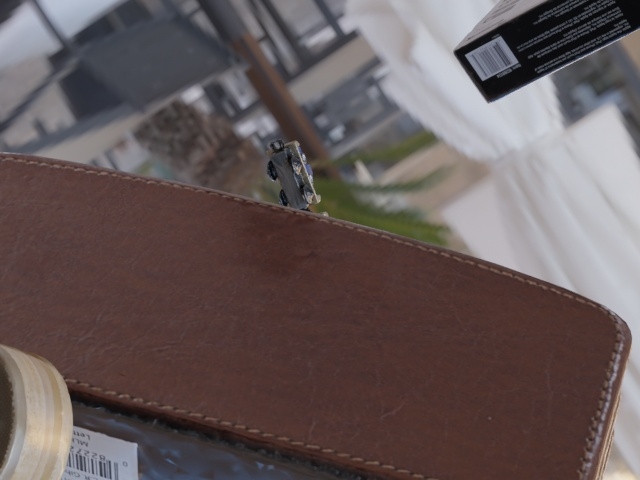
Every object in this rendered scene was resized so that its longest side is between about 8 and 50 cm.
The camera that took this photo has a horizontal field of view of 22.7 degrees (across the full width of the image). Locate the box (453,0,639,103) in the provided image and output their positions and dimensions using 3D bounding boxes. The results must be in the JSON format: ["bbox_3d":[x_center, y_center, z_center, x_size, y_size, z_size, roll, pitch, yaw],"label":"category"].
[{"bbox_3d":[0.172,-0.144,0.791,0.207,0.036,0.114,-25,-164,43],"label":"box"}]

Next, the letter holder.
[{"bbox_3d":[-0.025,0.054,0.683,0.214,0.301,0.152,-63,162,-46],"label":"letter holder"}]

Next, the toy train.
[{"bbox_3d":[0.000,0.000,1.115,0.027,0.158,0.036,-15,-163,24],"label":"toy train"}]

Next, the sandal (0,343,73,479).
[{"bbox_3d":[-0.156,0.080,0.546,0.240,0.088,0.079,-9,159,38],"label":"sandal"}]
